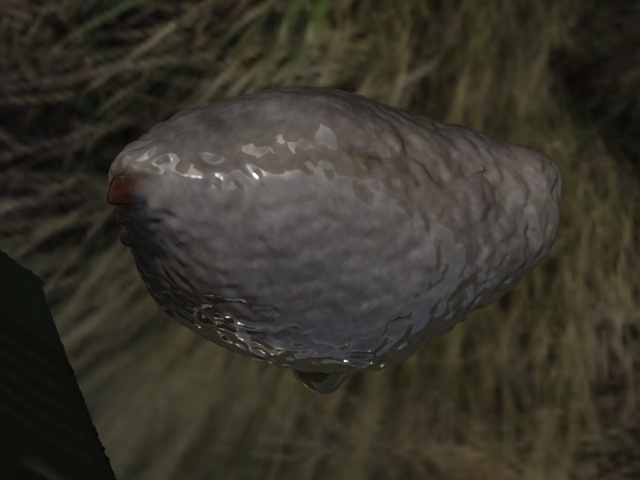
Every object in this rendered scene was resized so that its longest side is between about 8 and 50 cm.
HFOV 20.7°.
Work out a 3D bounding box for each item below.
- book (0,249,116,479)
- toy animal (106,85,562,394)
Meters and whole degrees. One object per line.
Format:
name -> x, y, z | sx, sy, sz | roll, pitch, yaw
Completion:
book -> -0.198, 0.134, 1.152 | 0.043, 0.371, 0.260 | -30, 151, 7
toy animal -> -0.006, -0.001, 1.211 | 0.358, 0.188, 0.226 | 14, 145, -36
